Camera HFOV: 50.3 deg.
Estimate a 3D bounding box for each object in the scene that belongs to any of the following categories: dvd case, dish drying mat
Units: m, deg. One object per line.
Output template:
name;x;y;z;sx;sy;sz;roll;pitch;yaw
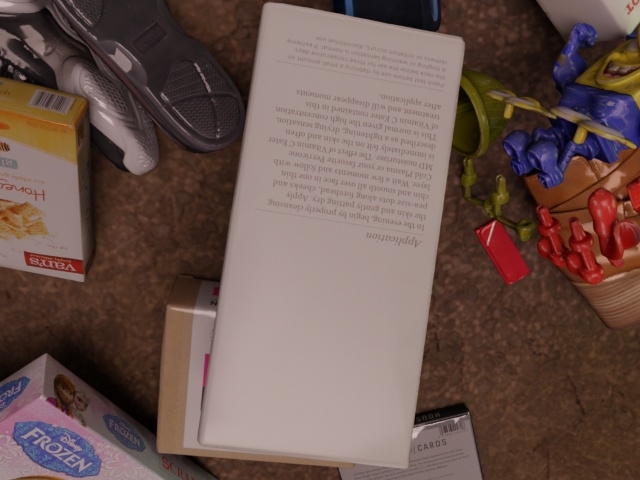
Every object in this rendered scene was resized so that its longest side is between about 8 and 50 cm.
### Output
dvd case;0.127;0.340;0.894;0.180;0.029;0.238;-14;108;1
dish drying mat;0.215;0.014;0.803;0.032;0.008;0.083;-33;107;6

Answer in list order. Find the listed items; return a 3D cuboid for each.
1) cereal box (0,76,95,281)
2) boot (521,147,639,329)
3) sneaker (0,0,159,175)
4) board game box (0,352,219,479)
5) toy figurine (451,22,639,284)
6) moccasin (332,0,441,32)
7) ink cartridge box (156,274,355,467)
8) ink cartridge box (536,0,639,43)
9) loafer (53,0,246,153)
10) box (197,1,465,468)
cereal box;-0.315;-0.057;0.668;0.173;0.047;0.240;12;139;-7
boot;0.381;-0.056;0.753;0.284;0.109;0.220;-31;103;14
sneaker;-0.292;-0.148;0.679;0.153;0.101;0.268;-35;106;14
board game box;-0.330;0.311;0.784;0.318;0.066;0.318;-32;128;7
toy figurine;0.265;-0.105;0.605;0.217;0.362;0.191;-32;114;-2
moccasin;0.069;-0.356;0.627;0.117;0.137;0.341;-4;122;-7
ink cartridge box;-0.064;0.153;0.791;0.235;0.088;0.193;5;109;-4
ink cartridge box;0.247;-0.300;0.632;0.191;0.082;0.139;42;80;-23
loafer;-0.194;-0.209;0.665;0.109;0.095;0.302;-42;106;-27
box;0.000;0.000;0.624;0.169;0.215;0.345;9;87;-6
